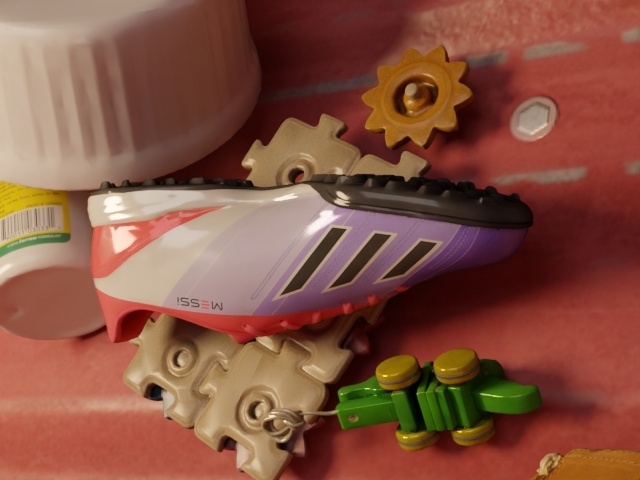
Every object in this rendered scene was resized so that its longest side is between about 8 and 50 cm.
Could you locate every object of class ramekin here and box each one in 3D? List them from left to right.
[{"bbox_3d":[-0.188,-0.178,0.973,0.277,0.135,0.277,-1,43,1],"label":"ramekin"}]

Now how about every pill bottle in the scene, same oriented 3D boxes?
[{"bbox_3d":[-0.226,-0.033,1.012,0.117,0.117,0.208,-27,53,19],"label":"pill bottle"}]

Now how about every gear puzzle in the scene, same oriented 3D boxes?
[{"bbox_3d":[0.000,0.000,0.891,0.175,0.044,0.339,28,83,34],"label":"gear puzzle"}]

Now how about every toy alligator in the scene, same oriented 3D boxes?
[{"bbox_3d":[0.054,0.100,0.790,0.189,0.056,0.051,-9,19,25],"label":"toy alligator"}]

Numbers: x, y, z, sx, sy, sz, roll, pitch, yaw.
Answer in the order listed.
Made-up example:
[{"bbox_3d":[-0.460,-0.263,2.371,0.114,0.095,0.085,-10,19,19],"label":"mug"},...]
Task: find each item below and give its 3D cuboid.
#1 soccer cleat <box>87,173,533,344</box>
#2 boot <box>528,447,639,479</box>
[{"bbox_3d":[-0.013,0.014,0.816,0.318,0.108,0.117,0,92,23],"label":"soccer cleat"},{"bbox_3d":[0.071,0.218,0.680,0.211,0.104,0.295,-39,-2,-32],"label":"boot"}]
